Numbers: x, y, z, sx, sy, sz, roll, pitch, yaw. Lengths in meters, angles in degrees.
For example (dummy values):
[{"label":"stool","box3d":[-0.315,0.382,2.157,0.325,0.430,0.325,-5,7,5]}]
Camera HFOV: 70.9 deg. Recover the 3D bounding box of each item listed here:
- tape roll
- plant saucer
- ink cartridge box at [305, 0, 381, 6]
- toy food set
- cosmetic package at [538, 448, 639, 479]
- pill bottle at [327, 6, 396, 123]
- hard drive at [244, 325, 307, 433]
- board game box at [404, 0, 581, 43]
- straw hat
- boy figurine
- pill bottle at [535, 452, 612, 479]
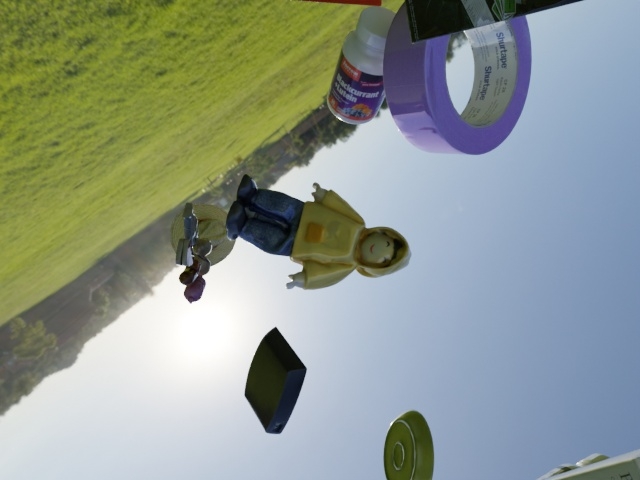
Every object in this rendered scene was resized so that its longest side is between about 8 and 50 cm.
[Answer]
[{"label":"tape roll","box3d":[0.232,-0.281,0.741,0.275,0.274,0.090,-44,-147,-19]},{"label":"plant saucer","box3d":[0.224,0.575,1.201,0.241,0.037,0.240,-165,-90,-75]},{"label":"ink cartridge box","box3d":[0.027,-0.529,0.819,0.066,0.189,0.232,92,3,-58]},{"label":"toy food set","box3d":[-0.127,0.023,0.459,0.122,0.019,0.077,107,-11,-65]},{"label":"cosmetic package","box3d":[0.397,0.458,0.659,0.156,0.217,0.385,0,141,-28]},{"label":"pill bottle","box3d":[0.083,-0.317,0.825,0.108,0.108,0.193,-46,170,-29]},{"label":"hard drive","box3d":[-0.127,0.371,1.171,0.054,0.172,0.254,-6,128,-38]},{"label":"board game box","box3d":[0.085,-0.258,0.243,0.030,0.259,0.136,-30,-154,-30]},{"label":"straw hat","box3d":[-0.225,-0.015,0.914,0.144,0.144,0.061,-46,-159,-29]},{"label":"boy figurine","box3d":[0.000,0.000,0.695,0.092,0.285,0.177,105,5,-69]},{"label":"pill bottle","box3d":[0.624,0.706,1.143,0.361,0.204,0.204,-21,-173,-14]}]
